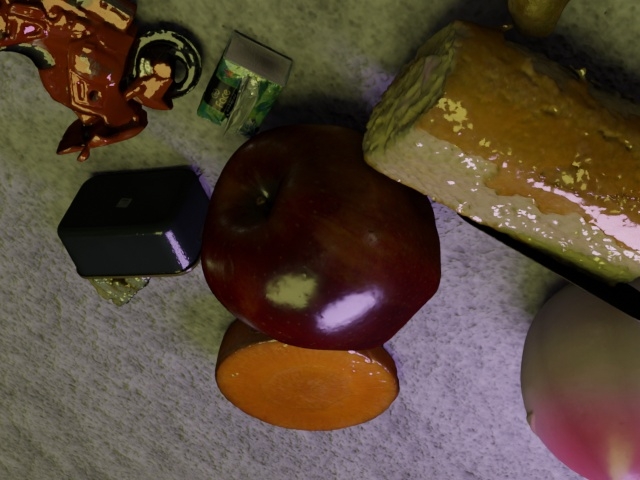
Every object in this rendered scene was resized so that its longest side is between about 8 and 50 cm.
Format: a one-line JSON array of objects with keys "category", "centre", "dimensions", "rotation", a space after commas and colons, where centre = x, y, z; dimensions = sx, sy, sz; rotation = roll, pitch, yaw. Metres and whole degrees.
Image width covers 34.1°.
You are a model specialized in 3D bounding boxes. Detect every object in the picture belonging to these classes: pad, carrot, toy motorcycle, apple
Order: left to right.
[{"category": "toy motorcycle", "centre": [-0.326, -0.227, 1.288], "dimensions": [0.326, 0.148, 0.221], "rotation": [29, 117, -18]}, {"category": "carrot", "centre": [-0.020, 0.217, 1.742], "dimensions": [0.307, 0.100, 0.258], "rotation": [8, 139, -2]}, {"category": "apple", "centre": [0.000, 0.000, 1.319], "dimensions": [0.288, 0.288, 0.317], "rotation": [-18, 149, 35]}, {"category": "pad", "centre": [0.293, 0.020, 1.305], "dimensions": [0.267, 0.181, 0.004], "rotation": [31, 106, 7]}]

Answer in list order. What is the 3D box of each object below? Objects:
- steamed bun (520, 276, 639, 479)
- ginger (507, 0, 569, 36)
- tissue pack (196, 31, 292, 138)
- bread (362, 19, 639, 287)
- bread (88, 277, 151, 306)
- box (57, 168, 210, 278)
[{"category": "steamed bun", "centre": [0.413, 0.216, 1.429], "dimensions": [0.309, 0.309, 0.309], "rotation": [10, 140, 8]}, {"category": "ginger", "centre": [0.292, -0.299, 1.038], "dimensions": [0.118, 0.065, 0.299], "rotation": [35, 137, -15]}, {"category": "tissue pack", "centre": [-0.098, -0.182, 1.296], "dimensions": [0.085, 0.079, 0.111], "rotation": [24, 140, -11]}, {"category": "bread", "centre": [0.256, -0.101, 1.186], "dimensions": [0.375, 0.165, 0.236], "rotation": [24, 154, -13]}, {"category": "bread", "centre": [-0.303, 0.021, 1.601], "dimensions": [0.110, 0.103, 0.156], "rotation": [41, 131, -10]}, {"category": "box", "centre": [-0.262, -0.027, 1.487], "dimensions": [0.201, 0.144, 0.090], "rotation": [-2, 133, 22]}]
